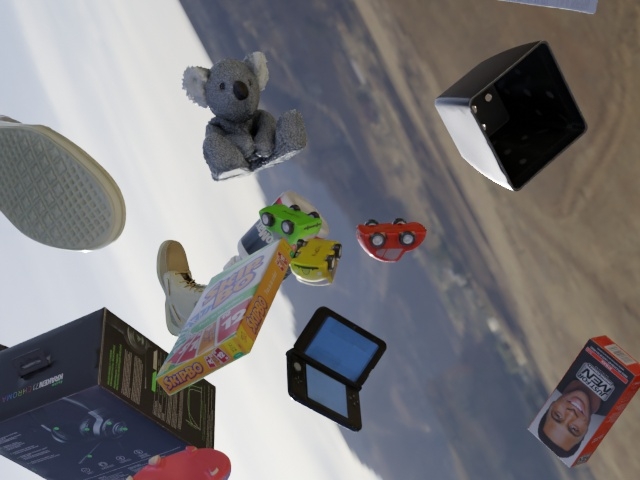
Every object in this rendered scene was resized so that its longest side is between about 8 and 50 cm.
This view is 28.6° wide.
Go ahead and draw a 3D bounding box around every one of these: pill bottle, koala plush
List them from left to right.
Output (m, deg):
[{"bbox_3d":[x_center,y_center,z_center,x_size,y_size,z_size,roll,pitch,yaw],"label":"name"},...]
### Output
[{"bbox_3d":[-0.156,-0.236,2.336,0.203,0.196,0.221,151,100,-76],"label":"koala plush"},{"bbox_3d":[-0.080,0.012,2.174,0.108,0.180,0.108,40,-165,-13],"label":"pill bottle"}]

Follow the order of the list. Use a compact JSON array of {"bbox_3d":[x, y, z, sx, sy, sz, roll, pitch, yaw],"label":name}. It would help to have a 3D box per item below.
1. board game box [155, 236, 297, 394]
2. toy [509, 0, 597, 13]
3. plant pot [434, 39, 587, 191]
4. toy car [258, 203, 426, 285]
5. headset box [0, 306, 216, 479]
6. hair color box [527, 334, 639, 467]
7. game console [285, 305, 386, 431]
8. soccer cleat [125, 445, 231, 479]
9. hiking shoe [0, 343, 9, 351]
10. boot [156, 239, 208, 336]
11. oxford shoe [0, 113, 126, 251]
[{"bbox_3d":[-0.108,0.082,1.527,0.039,0.124,0.259,54,-154,-14],"label":"board game box"},{"bbox_3d":[0.244,-0.372,1.600,0.137,0.237,0.056,90,-163,-46],"label":"toy"},{"bbox_3d":[0.311,-0.218,2.155,0.188,0.187,0.167,58,161,-23],"label":"plant pot"},{"bbox_3d":[0.000,0.000,1.777,0.225,0.239,0.053,22,119,43],"label":"toy car"},{"bbox_3d":[-0.331,0.242,1.812,0.283,0.246,0.131,42,-146,-42],"label":"headset box"},{"bbox_3d":[0.311,0.187,1.458,0.072,0.141,0.043,42,-154,30],"label":"hair color box"},{"bbox_3d":[0.023,0.161,1.555,0.122,0.071,0.107,32,-145,-31],"label":"game console"},{"bbox_3d":[-0.208,0.328,1.454,0.083,0.248,0.095,32,142,40],"label":"soccer cleat"},{"bbox_3d":[-0.546,0.201,1.976,0.227,0.086,0.114,24,158,-10],"label":"hiking shoe"},{"bbox_3d":[-0.274,0.096,2.679,0.165,0.077,0.213,-11,86,52],"label":"boot"},{"bbox_3d":[-0.433,-0.101,1.883,0.449,0.169,0.130,19,-167,37],"label":"oxford shoe"}]
